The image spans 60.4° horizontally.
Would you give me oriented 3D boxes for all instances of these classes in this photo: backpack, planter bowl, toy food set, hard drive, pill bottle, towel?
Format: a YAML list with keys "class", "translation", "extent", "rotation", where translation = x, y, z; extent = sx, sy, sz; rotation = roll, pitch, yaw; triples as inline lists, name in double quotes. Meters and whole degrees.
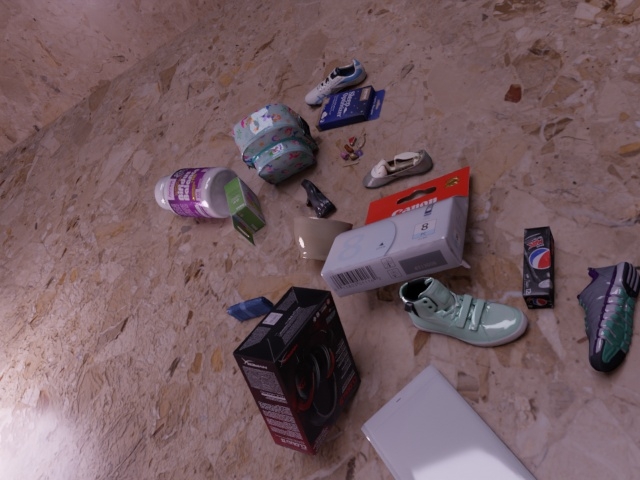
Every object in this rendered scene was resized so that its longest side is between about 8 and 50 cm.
- class: "backpack"
  translation: [-0.145, -0.305, 1.729]
  extent: [0.225, 0.253, 0.191]
  rotation: [-27, 65, 14]
- class: "planter bowl"
  translation: [0.000, 0.000, 1.469]
  extent: [0.162, 0.162, 0.109]
  rotation: [6, 88, 39]
- class: "toy food set"
  translation: [0.097, -0.285, 1.706]
  extent: [0.077, 0.019, 0.122]
  rotation: [-10, 52, 30]
- class: "hard drive"
  translation: [0.235, 0.409, 1.044]
  extent: [0.203, 0.040, 0.307]
  rotation: [-42, 43, 0]
- class: "pill bottle"
  translation: [-0.423, -0.163, 1.874]
  extent: [0.301, 0.169, 0.169]
  rotation: [3, 59, 37]
- class: "towel"
  translation: [-0.191, 0.185, 1.505]
  extent: [0.119, 0.067, 0.029]
  rotation: [-19, 49, 23]

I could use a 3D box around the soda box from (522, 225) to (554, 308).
- class: "soda box"
  translation: [0.457, 0.055, 1.151]
  extent: [0.053, 0.060, 0.169]
  rotation: [-7, 53, 30]

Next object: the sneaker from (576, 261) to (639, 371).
- class: "sneaker"
  translation: [0.527, 0.144, 1.036]
  extent: [0.098, 0.083, 0.224]
  rotation: [-10, 44, 56]

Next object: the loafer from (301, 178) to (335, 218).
- class: "loafer"
  translation: [-0.022, -0.126, 1.638]
  extent: [0.061, 0.062, 0.170]
  rotation: [-44, 42, 4]

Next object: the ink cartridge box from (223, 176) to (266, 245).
- class: "ink cartridge box"
  translation: [-0.234, -0.094, 1.727]
  extent: [0.062, 0.109, 0.209]
  rotation: [-33, 44, 11]

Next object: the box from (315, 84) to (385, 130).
- class: "box"
  translation: [0.097, -0.441, 1.820]
  extent: [0.225, 0.036, 0.137]
  rotation: [-5, 54, 31]

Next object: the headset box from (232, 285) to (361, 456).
- class: "headset box"
  translation: [-0.033, 0.279, 1.150]
  extent: [0.110, 0.294, 0.218]
  rotation: [3, 34, 35]

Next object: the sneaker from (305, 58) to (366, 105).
- class: "sneaker"
  translation: [0.042, -0.549, 1.910]
  extent: [0.237, 0.086, 0.085]
  rotation: [-26, 47, 18]

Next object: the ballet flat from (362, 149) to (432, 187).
- class: "ballet flat"
  translation: [0.203, -0.207, 1.534]
  extent: [0.213, 0.068, 0.072]
  rotation: [-13, 50, 27]

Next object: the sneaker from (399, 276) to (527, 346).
- class: "sneaker"
  translation: [0.285, 0.142, 1.139]
  extent: [0.255, 0.151, 0.094]
  rotation: [1, 56, 34]

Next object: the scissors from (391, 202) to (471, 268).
- class: "scissors"
  translation: [0.275, -0.020, 1.368]
  extent: [0.297, 0.021, 0.109]
  rotation: [25, 71, 46]

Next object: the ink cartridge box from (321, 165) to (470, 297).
- class: "ink cartridge box"
  translation: [0.192, -0.053, 1.315]
  extent: [0.308, 0.091, 0.385]
  rotation: [-19, 31, 31]
